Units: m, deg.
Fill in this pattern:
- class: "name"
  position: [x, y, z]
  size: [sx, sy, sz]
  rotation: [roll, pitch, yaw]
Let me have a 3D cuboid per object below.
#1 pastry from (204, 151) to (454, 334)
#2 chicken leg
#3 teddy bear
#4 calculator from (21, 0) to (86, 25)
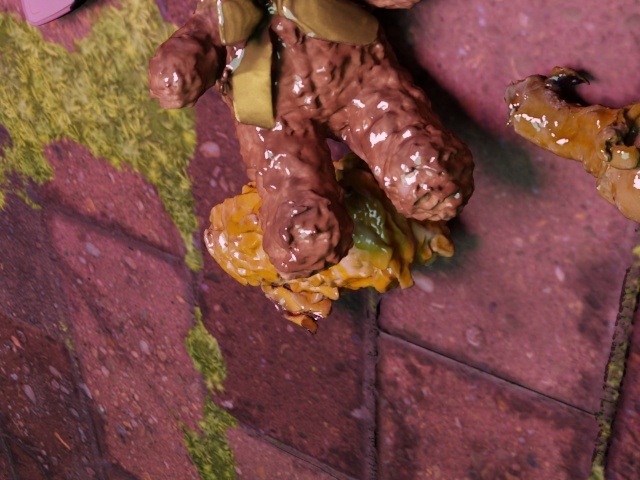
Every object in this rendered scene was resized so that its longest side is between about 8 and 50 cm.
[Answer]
- class: "pastry"
  position: [0.000, 0.000, 0.930]
  size: [0.250, 0.102, 0.154]
  rotation: [-13, 128, 47]
- class: "chicken leg"
  position: [0.217, -0.068, 0.703]
  size: [0.228, 0.103, 0.088]
  rotation: [21, 148, 31]
- class: "teddy bear"
  position: [-0.014, -0.153, 0.745]
  size: [0.222, 0.246, 0.296]
  rotation: [62, -176, -61]
- class: "calculator"
  position: [-0.241, -0.336, 0.916]
  size: [0.294, 0.043, 0.194]
  rotation: [-31, 101, 44]
